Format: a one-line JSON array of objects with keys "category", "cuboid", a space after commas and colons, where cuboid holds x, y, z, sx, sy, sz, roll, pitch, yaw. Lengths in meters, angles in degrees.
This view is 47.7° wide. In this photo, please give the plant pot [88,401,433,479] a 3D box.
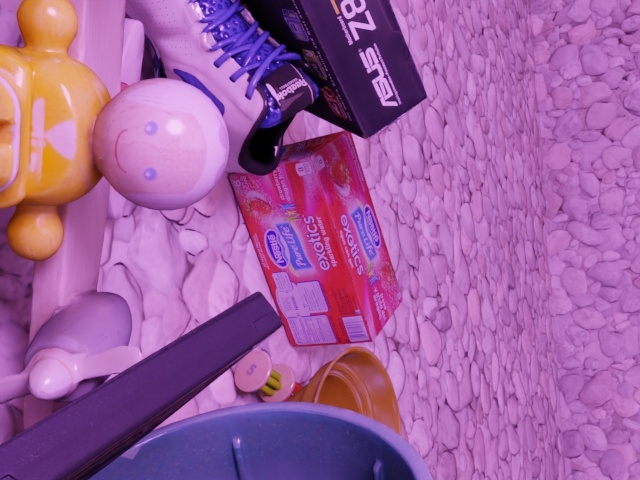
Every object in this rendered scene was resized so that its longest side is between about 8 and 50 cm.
[{"category": "plant pot", "cuboid": [-0.054, 0.368, 0.606, 0.341, 0.341, 0.334, -39, 124, -56]}]

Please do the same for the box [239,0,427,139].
[{"category": "box", "cuboid": [-0.068, -0.321, 0.765, 0.097, 0.318, 0.395, -36, 123, -9]}]

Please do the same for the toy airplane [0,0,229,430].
[{"category": "toy airplane", "cuboid": [-0.176, -0.079, 0.533, 0.384, 0.272, 0.386, -62, 152, -31]}]

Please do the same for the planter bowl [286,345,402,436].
[{"category": "planter bowl", "cuboid": [0.009, 0.234, 0.836, 0.217, 0.090, 0.217, 21, 65, -56]}]

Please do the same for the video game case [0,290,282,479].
[{"category": "video game case", "cuboid": [-0.179, 0.154, 0.495, 0.035, 0.248, 0.275, 53, 35, 5]}]

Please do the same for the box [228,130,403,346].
[{"category": "box", "cuboid": [0.000, 0.000, 0.953, 0.122, 0.128, 0.257, -44, 119, -55]}]

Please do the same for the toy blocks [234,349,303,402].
[{"category": "toy blocks", "cuboid": [-0.049, 0.217, 0.887, 0.148, 0.054, 0.123, 45, 47, -45]}]

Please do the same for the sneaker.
[{"category": "sneaker", "cuboid": [-0.092, -0.196, 0.727, 0.127, 0.182, 0.315, -42, 133, -41]}]
